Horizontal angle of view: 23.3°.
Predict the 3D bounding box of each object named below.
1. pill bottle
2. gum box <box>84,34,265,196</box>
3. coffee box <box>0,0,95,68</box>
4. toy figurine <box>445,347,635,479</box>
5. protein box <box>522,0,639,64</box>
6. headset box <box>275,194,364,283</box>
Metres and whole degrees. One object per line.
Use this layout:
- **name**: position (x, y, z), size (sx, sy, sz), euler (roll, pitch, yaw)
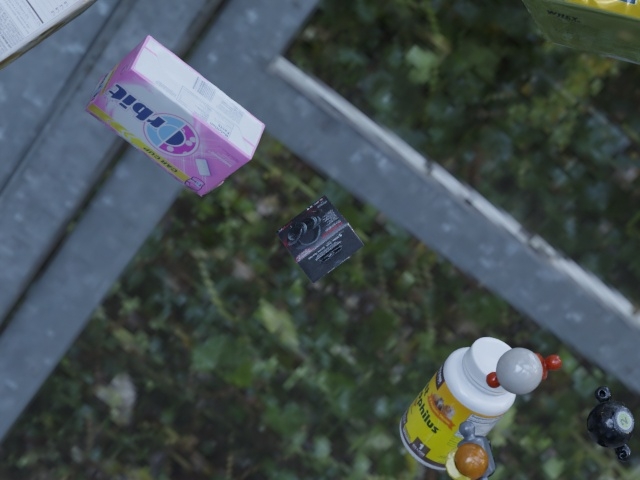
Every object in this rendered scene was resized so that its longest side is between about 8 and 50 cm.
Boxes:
- **pill bottle**: position (0.212, 0.240, 2.311), size (0.117, 0.215, 0.117), euler (18, 43, -17)
- **gum box**: position (-0.166, -0.141, 1.825), size (0.188, 0.107, 0.062), euler (37, 47, -20)
- **coffee box**: position (-0.353, -0.229, 1.637), size (0.246, 0.141, 0.098), euler (-41, 102, -27)
- **toy figurine**: position (0.287, 0.260, 2.012), size (0.213, 0.209, 0.148), euler (32, 3, 13)
- **protein box**: position (0.300, -0.240, 1.384), size (0.200, 0.136, 0.201), euler (17, -1, 17)
- **headset box**: position (0.000, 0.000, 1.476), size (0.032, 0.062, 0.083), euler (53, 1, -28)
